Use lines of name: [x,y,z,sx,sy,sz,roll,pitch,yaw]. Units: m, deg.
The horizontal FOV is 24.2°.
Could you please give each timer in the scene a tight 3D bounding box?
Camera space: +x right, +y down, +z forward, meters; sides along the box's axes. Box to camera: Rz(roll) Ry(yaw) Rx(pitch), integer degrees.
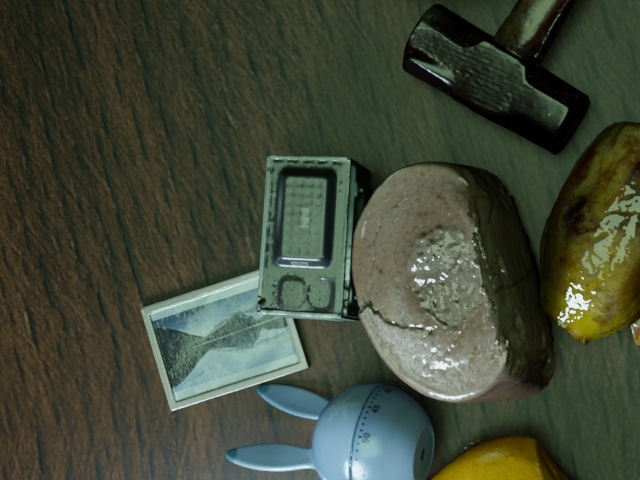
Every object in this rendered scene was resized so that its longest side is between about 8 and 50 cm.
timer: [0.031,0.269,1.937,0.255,0.175,0.175,-13,87,39]

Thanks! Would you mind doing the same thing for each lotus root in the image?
lotus root: [0.356,-0.015,1.833,0.193,0.193,0.290,23,89,11]

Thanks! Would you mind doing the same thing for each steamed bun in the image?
steamed bun: [0.154,0.062,1.846,0.199,0.251,0.301,-16,82,21]

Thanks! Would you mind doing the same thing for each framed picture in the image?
framed picture: [-0.130,0.132,2.022,0.203,0.015,0.150,-18,85,11]

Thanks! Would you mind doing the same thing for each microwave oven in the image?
microwave oven: [0.000,0.000,1.921,0.129,0.163,0.204,3,87,10]

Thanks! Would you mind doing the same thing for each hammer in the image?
hammer: [0.296,-0.327,1.852,0.242,0.095,0.408,35,111,11]

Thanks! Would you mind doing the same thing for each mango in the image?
mango: [0.201,0.368,1.888,0.257,0.138,0.187,-35,93,19]

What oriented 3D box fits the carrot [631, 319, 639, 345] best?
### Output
carrot: [0.478,0.084,1.859,0.194,0.087,0.087,-3,89,14]
